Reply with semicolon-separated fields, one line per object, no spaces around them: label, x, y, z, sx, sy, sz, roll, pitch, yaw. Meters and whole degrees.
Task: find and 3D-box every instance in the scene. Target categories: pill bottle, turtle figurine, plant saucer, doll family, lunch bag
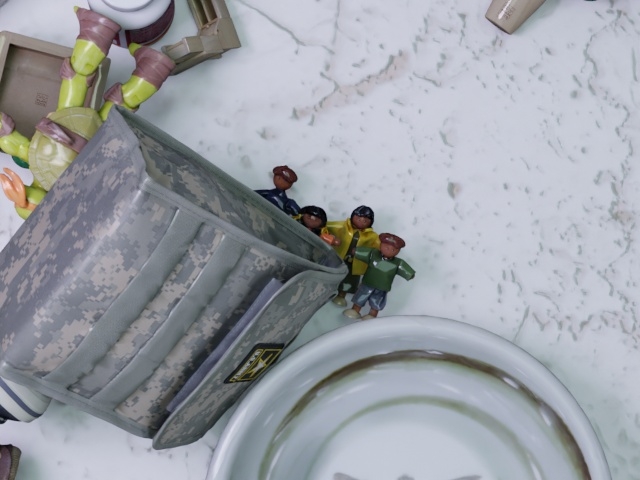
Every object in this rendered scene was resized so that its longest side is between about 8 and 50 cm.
pill bottle;-0.185;-0.241;1.723;0.086;0.152;0.086;0;85;-4
turtle figurine;-0.243;-0.106;1.659;0.269;0.087;0.217;30;83;-17
plant saucer;0.083;0.275;1.723;0.400;0.100;0.401;0;84;-4
doll family;0.000;0.000;1.752;0.193;0.076;0.111;19;103;-7
lunch bag;-0.135;0.056;1.637;0.287;0.169;0.235;30;108;-36

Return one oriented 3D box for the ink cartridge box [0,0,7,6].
ink cartridge box;-0.420;-0.283;1.726;0.353;0.119;0.207;-43;89;-7

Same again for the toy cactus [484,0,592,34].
toy cactus;0.237;-0.289;1.792;0.219;0.112;0.180;35;93;-9

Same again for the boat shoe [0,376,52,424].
boat shoe;-0.475;0.041;1.669;0.500;0.187;0.156;32;89;4

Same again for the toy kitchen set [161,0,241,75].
toy kitchen set;-0.139;-0.210;1.769;0.068;0.083;0.075;-23;86;36

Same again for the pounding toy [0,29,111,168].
pounding toy;-0.293;-0.124;1.744;0.130;0.100;0.141;14;87;-17

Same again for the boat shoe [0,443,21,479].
boat shoe;-0.336;0.241;1.696;0.342;0.123;0.123;45;70;1
